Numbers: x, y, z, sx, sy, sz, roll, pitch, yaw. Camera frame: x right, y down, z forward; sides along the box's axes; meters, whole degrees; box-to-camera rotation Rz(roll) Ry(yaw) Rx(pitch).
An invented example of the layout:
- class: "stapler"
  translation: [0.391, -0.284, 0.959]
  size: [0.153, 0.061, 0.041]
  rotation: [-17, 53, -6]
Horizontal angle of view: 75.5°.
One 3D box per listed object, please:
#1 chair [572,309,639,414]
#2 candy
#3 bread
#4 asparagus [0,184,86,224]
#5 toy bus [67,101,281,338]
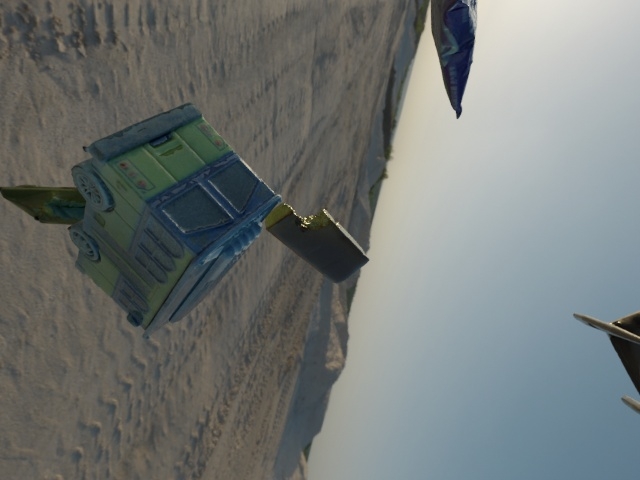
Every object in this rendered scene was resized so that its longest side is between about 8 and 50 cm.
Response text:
- class: "chair"
  translation: [0.484, 0.145, 0.540]
  size: [0.166, 0.188, 0.272]
  rotation: [66, 14, 15]
- class: "candy"
  translation: [0.203, -0.321, 0.622]
  size: [0.275, 0.070, 0.145]
  rotation: [59, 32, -62]
- class: "bread"
  translation: [0.000, 0.000, 0.711]
  size: [0.226, 0.088, 0.049]
  rotation: [44, 16, -49]
- class: "asparagus"
  translation: [-0.375, -0.060, 0.734]
  size: [0.082, 0.343, 0.085]
  rotation: [-144, -125, -64]
- class: "toy bus"
  translation: [-0.210, -0.008, 0.559]
  size: [0.152, 0.190, 0.312]
  rotation: [-46, -176, -42]
